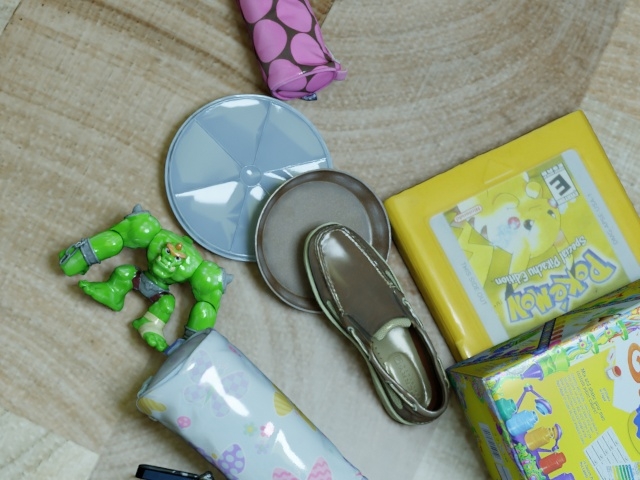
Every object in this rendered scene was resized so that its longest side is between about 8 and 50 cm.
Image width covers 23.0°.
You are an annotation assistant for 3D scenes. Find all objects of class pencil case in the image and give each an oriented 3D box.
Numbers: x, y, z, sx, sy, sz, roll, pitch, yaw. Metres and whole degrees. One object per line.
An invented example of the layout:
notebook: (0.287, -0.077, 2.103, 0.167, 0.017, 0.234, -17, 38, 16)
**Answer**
pencil case: (-0.045, -0.272, 1.887, 0.098, 0.095, 0.209, -17, 77, -11)
pencil case: (-0.073, 0.222, 1.720, 0.273, 0.113, 0.124, 44, 93, -7)

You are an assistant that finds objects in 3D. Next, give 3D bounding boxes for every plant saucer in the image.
plant saucer: (0.000, 0.000, 1.833, 0.168, 0.029, 0.169, -1, 93, -21)

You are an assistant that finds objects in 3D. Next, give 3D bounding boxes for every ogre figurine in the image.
ogre figurine: (-0.189, 0.043, 1.786, 0.197, 0.097, 0.118, 37, 91, 17)

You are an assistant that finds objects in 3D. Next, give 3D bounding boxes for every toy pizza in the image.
toy pizza: (-0.084, -0.073, 1.858, 0.201, 0.032, 0.201, 2, 80, -11)

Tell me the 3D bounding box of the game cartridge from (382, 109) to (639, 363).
game cartridge: (0.266, 0.040, 1.875, 0.285, 0.053, 0.324, -26, 80, -14)

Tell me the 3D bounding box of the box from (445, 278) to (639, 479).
box: (0.334, 0.221, 1.735, 0.279, 0.177, 0.290, -23, 92, -9)

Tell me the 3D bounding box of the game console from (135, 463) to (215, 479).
game console: (-0.148, 0.286, 1.710, 0.071, 0.122, 0.107, -21, 80, -12)

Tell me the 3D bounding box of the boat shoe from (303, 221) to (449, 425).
boat shoe: (0.073, 0.090, 1.785, 0.095, 0.095, 0.257, -34, 95, -16)
